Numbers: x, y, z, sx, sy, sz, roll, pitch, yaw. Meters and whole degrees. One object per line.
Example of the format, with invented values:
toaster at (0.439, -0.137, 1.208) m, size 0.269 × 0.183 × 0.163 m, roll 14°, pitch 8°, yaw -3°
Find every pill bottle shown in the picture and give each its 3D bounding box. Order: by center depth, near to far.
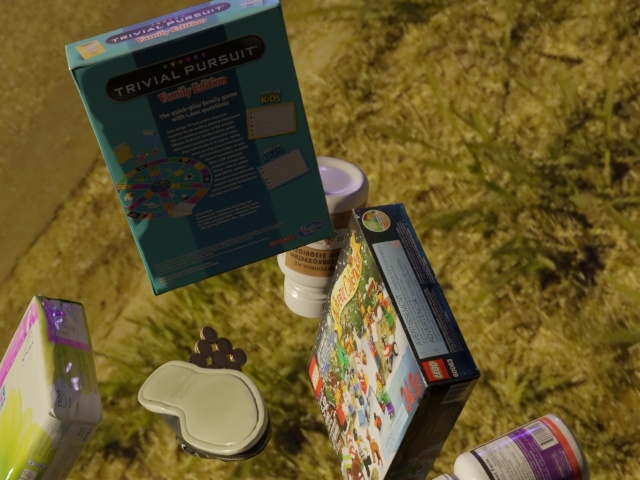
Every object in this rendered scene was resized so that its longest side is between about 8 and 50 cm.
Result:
pill bottle at (0.241, 0.312, 1.324) m, size 0.193 × 0.108 × 0.108 m, roll -22°, pitch 45°, yaw -10°
pill bottle at (0.000, 0.000, 1.553) m, size 0.131 × 0.229 × 0.131 m, roll 3°, pitch 34°, yaw -2°

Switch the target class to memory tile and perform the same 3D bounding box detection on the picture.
memory tile at (-0.199, 0.240, 1.935) m, size 0.012 × 0.113 × 0.148 m, roll -41°, pitch 19°, yaw 36°

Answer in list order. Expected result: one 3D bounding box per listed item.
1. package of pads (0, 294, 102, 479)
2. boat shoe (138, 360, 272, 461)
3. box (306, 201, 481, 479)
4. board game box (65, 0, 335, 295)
package of pads at (-0.460, 0.260, 1.702) m, size 0.229 × 0.101 × 0.297 m, roll -56°, pitch 36°, yaw 27°
boat shoe at (-0.152, 0.267, 1.494) m, size 0.340 × 0.113 × 0.127 m, roll 2°, pitch 47°, yaw 53°
box at (0.048, 0.106, 0.816) m, size 0.044 × 0.233 × 0.159 m, roll -9°, pitch 53°, yaw -18°
board game box at (-0.140, -0.118, 1.275) m, size 0.253 × 0.336 × 0.079 m, roll -18°, pitch 35°, yaw -7°
